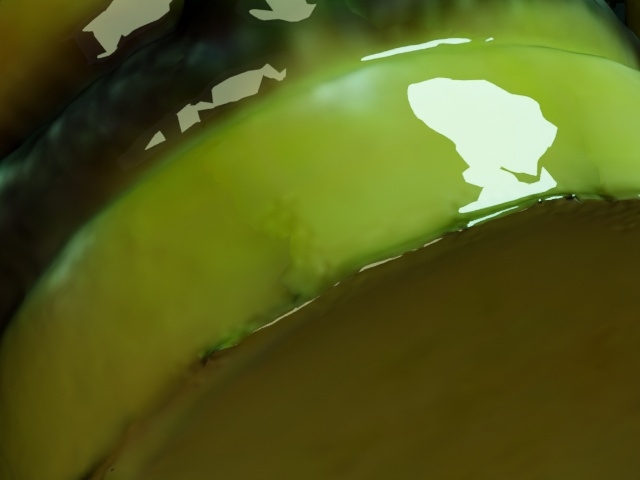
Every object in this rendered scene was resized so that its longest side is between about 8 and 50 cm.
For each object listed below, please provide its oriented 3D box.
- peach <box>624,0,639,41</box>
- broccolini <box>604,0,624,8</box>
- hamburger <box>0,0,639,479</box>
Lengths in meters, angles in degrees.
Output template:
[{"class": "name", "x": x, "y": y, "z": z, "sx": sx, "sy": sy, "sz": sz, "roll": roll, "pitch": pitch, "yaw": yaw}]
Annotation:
[{"class": "peach", "x": 0.285, "y": -0.132, "z": 1.067, "sx": 0.251, "sy": 0.153, "sz": 0.251, "roll": -6, "pitch": 109, "yaw": -19}, {"class": "broccolini", "x": 0.112, "y": -0.079, "z": 1.107, "sx": 0.057, "sy": 0.071, "sz": 0.254, "roll": -5, "pitch": 119, "yaw": -57}, {"class": "hamburger", "x": 0.000, "y": 0.000, "z": 0.916, "sx": 0.395, "sy": 0.277, "sz": 0.396, "roll": -20, "pitch": 146, "yaw": -15}]
